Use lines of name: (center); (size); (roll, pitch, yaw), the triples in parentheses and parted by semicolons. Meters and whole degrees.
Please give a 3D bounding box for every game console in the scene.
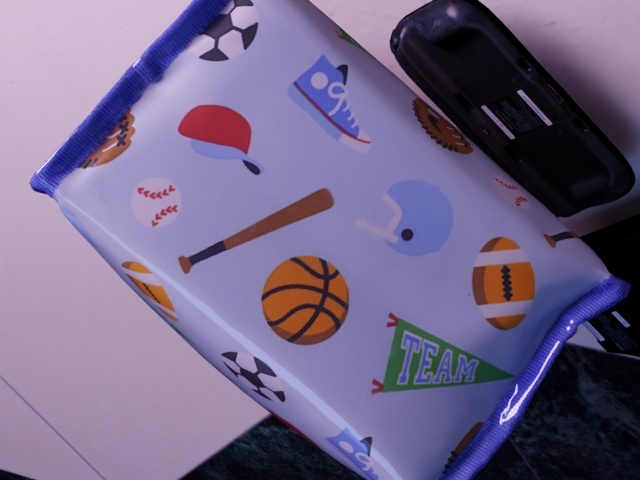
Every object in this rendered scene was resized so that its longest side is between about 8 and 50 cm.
game console: (0.202, -0.044, 0.918); (0.361, 0.044, 0.213); (44, 146, -15)

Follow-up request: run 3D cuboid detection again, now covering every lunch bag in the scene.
lunch bag: (0.000, 0.000, 0.913); (0.328, 0.239, 0.385); (43, 173, 0)
